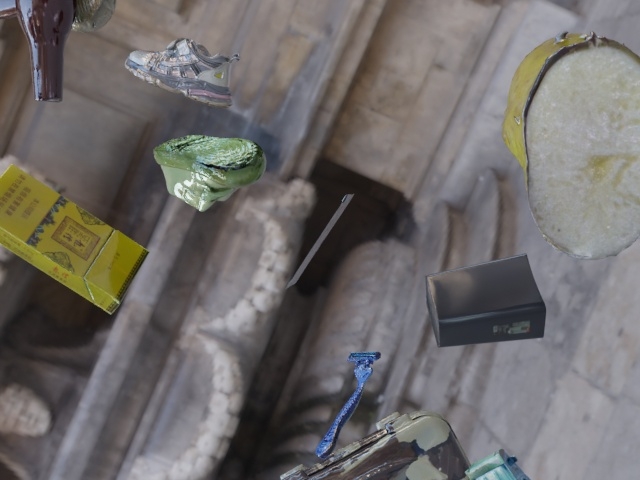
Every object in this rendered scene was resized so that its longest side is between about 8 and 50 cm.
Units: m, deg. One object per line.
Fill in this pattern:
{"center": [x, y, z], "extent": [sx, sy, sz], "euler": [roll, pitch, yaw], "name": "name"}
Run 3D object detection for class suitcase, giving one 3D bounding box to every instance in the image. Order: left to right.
{"center": [0.109, 0.479, 1.692], "extent": [0.351, 0.339, 0.194], "euler": [-28, -6, -9], "name": "suitcase"}

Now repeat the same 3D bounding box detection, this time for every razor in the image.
{"center": [0.066, 0.413, 2.618], "extent": [0.093, 0.056, 0.324], "euler": [-7, 41, 36], "name": "razor"}

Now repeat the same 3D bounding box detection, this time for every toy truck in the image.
{"center": [0.228, 0.341, 1.385], "extent": [0.067, 0.081, 0.175], "euler": [-35, 2, 21], "name": "toy truck"}

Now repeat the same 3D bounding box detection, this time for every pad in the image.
{"center": [0.000, 0.000, 1.814], "extent": [0.193, 0.004, 0.116], "euler": [-57, -5, 8], "name": "pad"}

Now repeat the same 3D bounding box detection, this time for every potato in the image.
{"center": [0.473, -0.183, 1.935], "extent": [0.296, 0.290, 0.397], "euler": [-123, 21, -83], "name": "potato"}

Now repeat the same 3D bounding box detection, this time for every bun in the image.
{"center": [-0.498, -0.533, 2.273], "extent": [0.113, 0.167, 0.173], "euler": [0, -67, -68], "name": "bun"}

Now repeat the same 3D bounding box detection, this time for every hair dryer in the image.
{"center": [-0.661, -0.447, 2.222], "extent": [0.123, 0.340, 0.312], "euler": [-1, -86, -61], "name": "hair dryer"}

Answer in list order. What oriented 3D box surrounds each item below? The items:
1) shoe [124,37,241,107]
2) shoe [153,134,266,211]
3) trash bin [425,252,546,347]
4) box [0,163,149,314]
{"center": [-0.210, -0.270, 1.628], "extent": [0.089, 0.180, 0.092], "euler": [-28, -41, -83], "name": "shoe"}
{"center": [-0.191, -0.129, 1.896], "extent": [0.140, 0.262, 0.128], "euler": [-40, -53, -30], "name": "shoe"}
{"center": [0.348, 0.133, 2.256], "extent": [0.115, 0.225, 0.165], "euler": [84, 177, -47], "name": "trash bin"}
{"center": [-0.433, -0.004, 1.760], "extent": [0.041, 0.279, 0.153], "euler": [-49, 13, 32], "name": "box"}
